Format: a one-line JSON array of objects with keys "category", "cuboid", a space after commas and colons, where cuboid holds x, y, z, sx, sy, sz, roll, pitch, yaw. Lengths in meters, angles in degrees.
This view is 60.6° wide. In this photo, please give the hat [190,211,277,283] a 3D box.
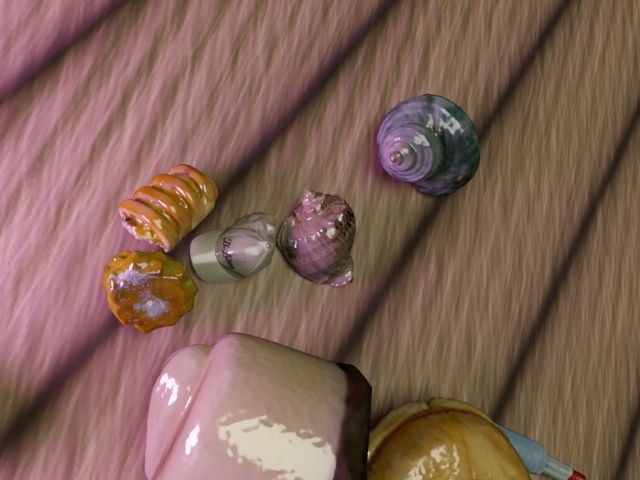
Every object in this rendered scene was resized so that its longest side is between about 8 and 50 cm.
[{"category": "hat", "cuboid": [-0.151, 0.008, 0.986, 0.166, 0.081, 0.122, -8, 79, -16]}]

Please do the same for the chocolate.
[{"category": "chocolate", "cuboid": [-0.116, 0.307, 0.807, 0.297, 0.314, 0.326, 16, 52, -16]}]

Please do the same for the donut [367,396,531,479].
[{"category": "donut", "cuboid": [0.213, 0.509, 0.972, 0.448, 0.198, 0.449, 6, 75, -24]}]

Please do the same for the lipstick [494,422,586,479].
[{"category": "lipstick", "cuboid": [0.463, 0.470, 1.173, 0.274, 0.061, 0.068, 30, 66, -16]}]

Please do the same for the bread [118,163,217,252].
[{"category": "bread", "cuboid": [-0.258, -0.061, 0.928, 0.119, 0.084, 0.177, 26, 57, 27]}]

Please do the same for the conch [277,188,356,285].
[{"category": "conch", "cuboid": [0.000, 0.000, 1.058, 0.155, 0.130, 0.207, -18, 112, 5]}]

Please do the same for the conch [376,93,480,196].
[{"category": "conch", "cuboid": [0.222, -0.197, 1.160, 0.277, 0.195, 0.220, -18, 116, -52]}]

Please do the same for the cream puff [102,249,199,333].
[{"category": "cream puff", "cuboid": [-0.280, 0.071, 0.891, 0.146, 0.116, 0.146, -10, 120, -17]}]
